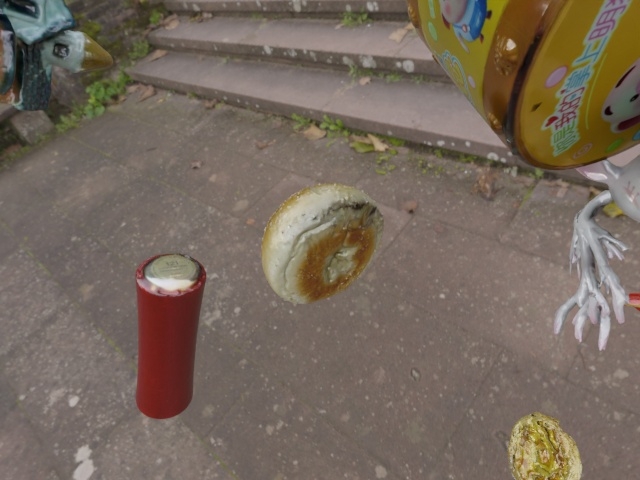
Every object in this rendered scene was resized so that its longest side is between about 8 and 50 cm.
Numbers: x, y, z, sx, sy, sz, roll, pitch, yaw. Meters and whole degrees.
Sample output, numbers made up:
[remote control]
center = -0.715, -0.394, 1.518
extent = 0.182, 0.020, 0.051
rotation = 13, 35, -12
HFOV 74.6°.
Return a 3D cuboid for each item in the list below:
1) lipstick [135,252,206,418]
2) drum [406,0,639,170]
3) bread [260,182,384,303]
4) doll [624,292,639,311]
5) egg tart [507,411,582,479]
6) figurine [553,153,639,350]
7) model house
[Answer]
[lipstick]
center = -0.195, 0.129, 0.537
extent = 0.080, 0.241, 0.080
rotation = 11, 33, -7
[drum]
center = 0.307, -0.288, 0.396
extent = 0.431, 0.431, 0.214
rotation = -24, 60, -3
[bread]
center = 0.000, 0.000, 0.927
extent = 0.305, 0.305, 0.159
rotation = -29, 53, -9
[doll]
center = 0.603, 0.103, 0.695
extent = 0.169, 0.109, 0.057
rotation = -7, 85, 45
[egg tart]
center = 0.348, 0.335, 0.648
extent = 0.049, 0.129, 0.129
rotation = 20, 42, -19
[figurine]
center = 0.384, -0.019, 0.462
extent = 0.206, 0.315, 0.284
rotation = -1, 78, 18
[model house]
center = -0.400, -0.268, 0.530
extent = 0.184, 0.253, 0.291
rotation = 26, 21, 35
